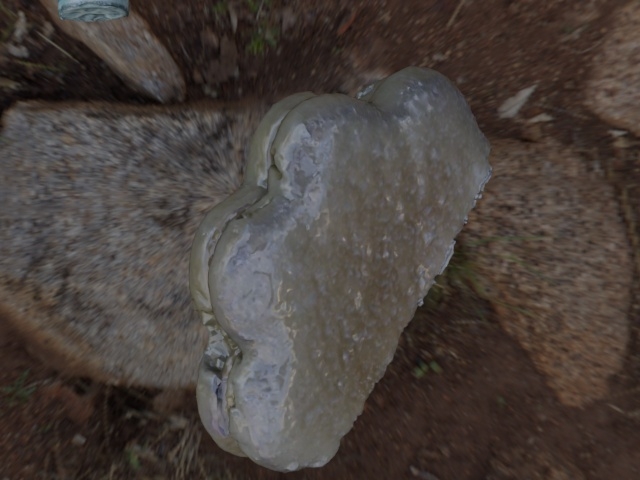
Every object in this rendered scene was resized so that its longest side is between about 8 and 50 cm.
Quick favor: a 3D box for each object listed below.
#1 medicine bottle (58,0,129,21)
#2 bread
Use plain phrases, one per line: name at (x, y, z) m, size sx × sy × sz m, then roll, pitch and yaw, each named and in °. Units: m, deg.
medicine bottle at (-0.160, -0.249, 0.974) m, size 0.051 × 0.051 × 0.191 m, roll -3°, pitch 82°, yaw -3°
bread at (-0.002, 0.001, 1.060) m, size 0.183 × 0.102 × 0.337 m, roll 40°, pitch 70°, yaw -36°
